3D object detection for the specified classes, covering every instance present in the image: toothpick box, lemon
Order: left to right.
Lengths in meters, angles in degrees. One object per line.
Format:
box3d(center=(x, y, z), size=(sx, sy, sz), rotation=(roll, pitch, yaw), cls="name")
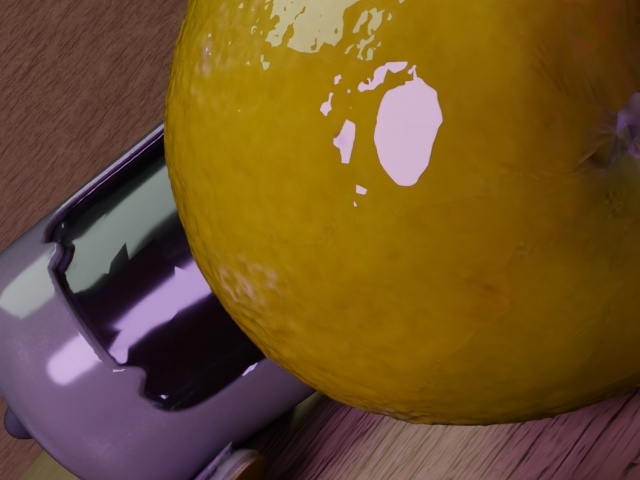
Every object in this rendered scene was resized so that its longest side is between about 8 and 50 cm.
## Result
box3d(center=(-0.084, 0.037, 0.765), size=(0.316, 0.229, 0.229), rotation=(-37, 9, 6), cls="toothpick box")
box3d(center=(0.065, -0.045, 0.419), size=(0.240, 0.240, 0.219), rotation=(-51, 19, -7), cls="lemon")

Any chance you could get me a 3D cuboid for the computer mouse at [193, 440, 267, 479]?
box3d(center=(-0.100, 0.214, 0.729), size=(0.126, 0.056, 0.245), rotation=(-51, -1, -41), cls="computer mouse")
